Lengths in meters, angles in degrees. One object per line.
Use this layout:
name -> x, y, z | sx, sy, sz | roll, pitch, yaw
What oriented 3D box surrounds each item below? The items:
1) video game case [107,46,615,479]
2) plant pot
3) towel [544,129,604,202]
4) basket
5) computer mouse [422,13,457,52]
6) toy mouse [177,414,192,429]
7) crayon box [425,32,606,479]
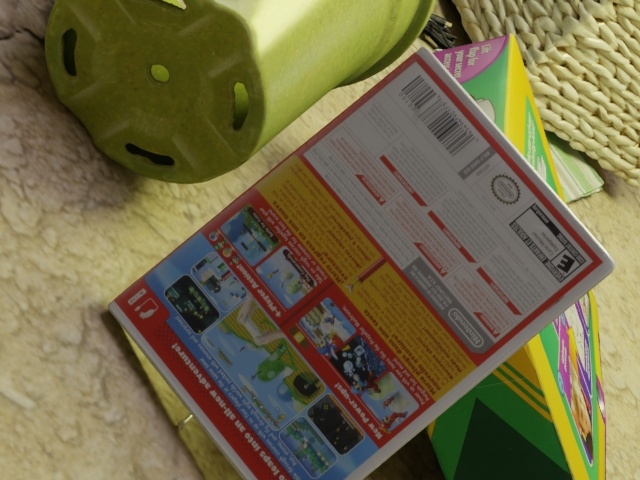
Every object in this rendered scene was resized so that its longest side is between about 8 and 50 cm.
video game case -> 0.027, 0.032, 1.067 | 0.204, 0.285, 0.025 | 50, -2, 11
plant pot -> -0.076, -0.183, 1.218 | 0.276, 0.276, 0.254 | 48, 41, -11
towel -> 0.278, -0.094, 1.876 | 0.113, 0.023, 0.152 | 56, 30, 9
basket -> 0.356, -0.289, 1.919 | 0.328, 0.266, 0.331 | 27, 31, -40
computer mouse -> 0.150, -0.183, 1.758 | 0.106, 0.042, 0.193 | 18, 38, -54
toy mouse -> -0.040, 0.102, 1.155 | 0.143, 0.031, 0.161 | 36, 33, -30
crayon box -> 0.151, 0.052, 1.307 | 0.363, 0.106, 0.313 | -78, 150, -55
